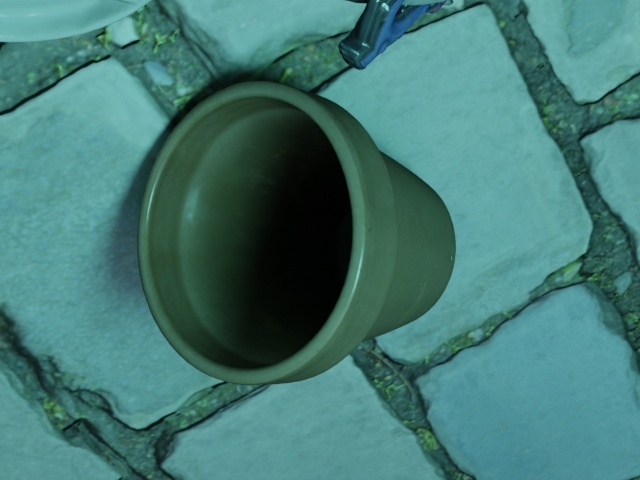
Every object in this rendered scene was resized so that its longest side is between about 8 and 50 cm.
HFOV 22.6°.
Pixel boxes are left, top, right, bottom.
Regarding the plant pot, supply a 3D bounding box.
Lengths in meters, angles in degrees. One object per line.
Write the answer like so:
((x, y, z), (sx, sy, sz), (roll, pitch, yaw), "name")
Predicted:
((0.000, 0.000, 1.462), (0.263, 0.263, 0.229), (-48, 151, 24), "plant pot")

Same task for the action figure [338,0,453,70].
((0.079, -0.316, 1.200), (0.341, 0.178, 0.330), (-44, 150, -22), "action figure")

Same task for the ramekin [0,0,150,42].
((-0.220, -0.270, 1.115), (0.273, 0.127, 0.273), (-4, 147, -2), "ramekin")
